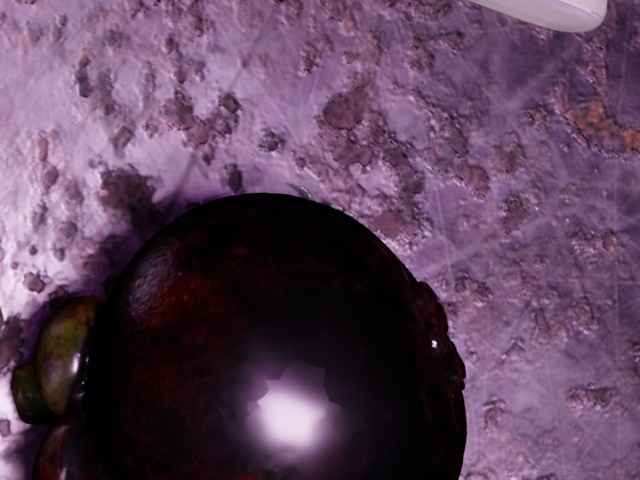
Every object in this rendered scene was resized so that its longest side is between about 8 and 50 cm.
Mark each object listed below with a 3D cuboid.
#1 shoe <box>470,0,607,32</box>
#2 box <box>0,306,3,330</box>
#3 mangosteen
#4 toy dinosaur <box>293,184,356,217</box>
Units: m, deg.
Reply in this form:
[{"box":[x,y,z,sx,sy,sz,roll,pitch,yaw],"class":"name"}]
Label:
[{"box":[0.112,-0.253,1.551,0.265,0.095,0.110,22,76,-18],"class":"shoe"},{"box":[-0.330,0.055,1.337,0.178,0.274,0.138,-30,93,-1],"class":"box"},{"box":[-0.052,0.118,1.381,0.313,0.297,0.297,-20,92,-18],"class":"mangosteen"},{"box":[0.000,0.000,1.539,0.083,0.021,0.062,30,93,-12],"class":"toy dinosaur"}]
